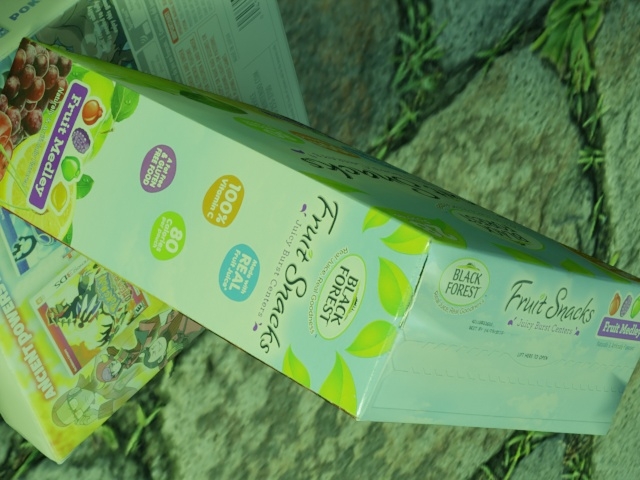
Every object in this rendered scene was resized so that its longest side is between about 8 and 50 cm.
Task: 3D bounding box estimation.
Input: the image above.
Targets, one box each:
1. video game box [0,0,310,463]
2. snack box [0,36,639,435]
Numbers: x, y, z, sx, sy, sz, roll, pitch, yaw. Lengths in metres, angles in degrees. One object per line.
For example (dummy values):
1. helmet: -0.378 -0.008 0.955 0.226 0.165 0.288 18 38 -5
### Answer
1. video game box: -0.088 -0.032 0.733 0.187 0.048 0.205 -44 141 -26
2. snack box: 0.000 0.000 0.645 0.174 0.207 0.070 11 104 -54
